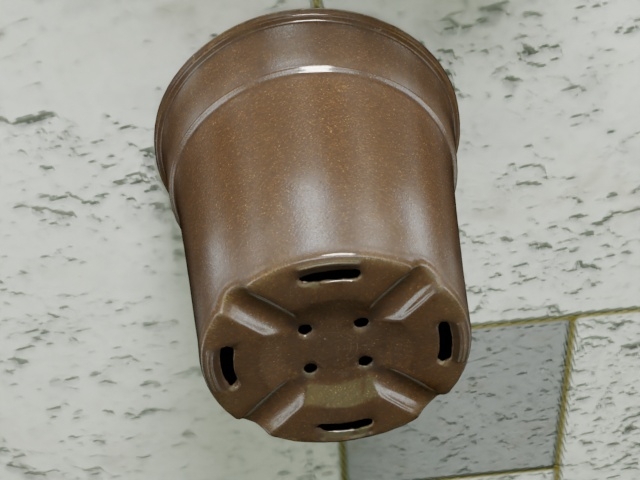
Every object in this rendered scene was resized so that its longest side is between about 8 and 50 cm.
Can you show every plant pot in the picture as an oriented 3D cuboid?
[{"bbox_3d":[0.000,0.000,0.667,0.167,0.165,0.167,-3,132,-4],"label":"plant pot"}]
